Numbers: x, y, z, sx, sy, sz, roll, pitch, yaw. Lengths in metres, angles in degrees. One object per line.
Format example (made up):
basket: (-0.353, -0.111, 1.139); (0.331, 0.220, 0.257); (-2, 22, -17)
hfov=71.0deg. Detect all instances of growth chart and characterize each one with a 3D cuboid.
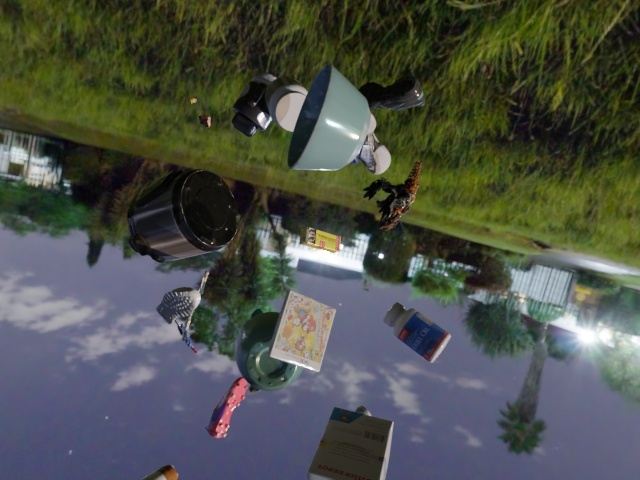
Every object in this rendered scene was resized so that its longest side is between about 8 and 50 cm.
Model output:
growth chart: (-0.475, 0.244, 1.699); (0.021, 0.237, 0.172); (19, 142, -10)

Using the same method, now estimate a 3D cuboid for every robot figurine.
robot figurine: (-0.273, -0.593, 1.952); (0.174, 0.278, 0.209); (35, 179, -43)

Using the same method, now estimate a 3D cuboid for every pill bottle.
pill bottle: (0.339, 0.322, 1.604); (0.222, 0.124, 0.124); (34, -165, 23)
pill bottle: (-0.113, -0.494, 1.626); (0.162, 0.162, 0.278); (12, -155, -17)

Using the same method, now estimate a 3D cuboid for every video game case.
video game case: (-0.058, 0.307, 1.516); (0.207, 0.226, 0.026); (28, 158, -30)

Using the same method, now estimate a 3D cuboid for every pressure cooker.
pressure cooker: (-0.626, -0.094, 1.969); (0.421, 0.374, 0.370); (-12, 165, 31)

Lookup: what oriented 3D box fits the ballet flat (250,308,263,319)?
ballet flat: (-0.330, 0.443, 2.303); (0.074, 0.074, 0.203); (13, -144, -10)

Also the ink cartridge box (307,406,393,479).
ink cartridge box: (0.092, 0.683, 1.336); (0.198, 0.197, 0.270); (9, -158, 16)

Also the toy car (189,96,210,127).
toy car: (-0.468, -0.513, 1.782); (0.060, 0.122, 0.040); (23, -127, 38)

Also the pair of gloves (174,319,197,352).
pair of gloves: (-0.625, 0.438, 2.074); (0.159, 0.023, 0.198); (52, 162, 24)

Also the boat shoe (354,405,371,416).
boat shoe: (0.177, 0.978, 2.229); (0.118, 0.320, 0.103); (25, -160, 37)

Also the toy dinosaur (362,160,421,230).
toy dinosaur: (0.303, -0.179, 1.806); (0.219, 0.321, 0.164); (-3, -157, -40)

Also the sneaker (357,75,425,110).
sneaker: (0.222, -0.464, 1.485); (0.268, 0.101, 0.106); (10, 169, 43)

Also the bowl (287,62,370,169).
bowl: (0.034, -0.329, 1.295); (0.163, 0.311, 0.311); (18, -174, -16)

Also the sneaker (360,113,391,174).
sneaker: (0.147, -0.442, 1.840); (0.365, 0.137, 0.210); (51, -178, -42)

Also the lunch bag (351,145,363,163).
lunch bag: (0.084, -0.353, 1.591); (0.129, 0.151, 0.096); (19, -153, 39)

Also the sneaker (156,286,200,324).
sneaker: (-0.409, 0.174, 1.335); (0.235, 0.090, 0.095); (-26, -169, 48)

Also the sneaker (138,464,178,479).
sneaker: (-0.404, 0.647, 1.070); (0.106, 0.290, 0.123); (39, -150, 19)

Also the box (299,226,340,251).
box: (0.000, 0.000, 2.310); (0.232, 0.087, 0.058); (18, 160, -38)

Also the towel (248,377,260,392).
towel: (-0.297, 0.702, 2.260); (0.110, 0.027, 0.148); (-20, -157, 20)

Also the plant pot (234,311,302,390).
plant pot: (-0.184, 0.432, 1.699); (0.293, 0.292, 0.235); (13, 178, -7)

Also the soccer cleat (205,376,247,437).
soccer cleat: (-0.376, 0.654, 1.780); (0.095, 0.247, 0.083); (12, 163, 38)
